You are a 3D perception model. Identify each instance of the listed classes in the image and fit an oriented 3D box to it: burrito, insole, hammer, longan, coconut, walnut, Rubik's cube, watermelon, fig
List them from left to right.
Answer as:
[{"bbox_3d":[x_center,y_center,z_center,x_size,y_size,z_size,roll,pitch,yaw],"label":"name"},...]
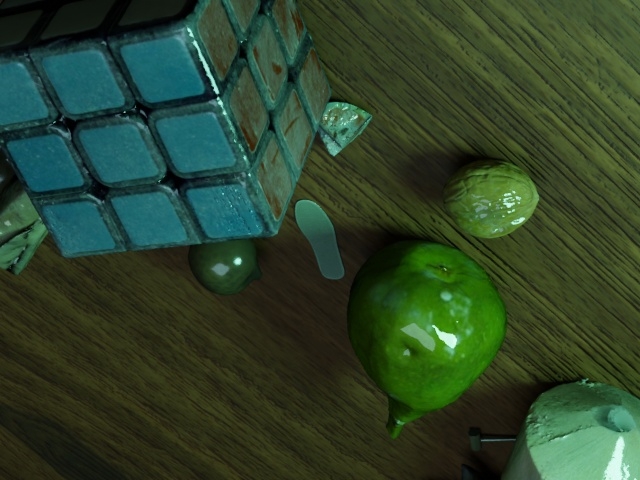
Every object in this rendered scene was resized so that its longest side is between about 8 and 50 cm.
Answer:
[{"bbox_3d":[-0.414,-0.044,1.840,0.107,0.175,0.348,43,130,-5],"label":"burrito"},{"bbox_3d":[-0.195,-0.190,1.558,0.301,0.304,0.305,-8,126,22],"label":"Rubik's cube"},{"bbox_3d":[-0.136,0.031,1.878,0.113,0.092,0.113,7,130,9],"label":"longan"},{"bbox_3d":[0.000,0.000,1.872,0.053,0.002,0.153,-4,130,19],"label":"insole"},{"bbox_3d":[0.024,-0.137,1.701,0.085,0.061,0.085,1,130,1],"label":"watermelon"},{"bbox_3d":[0.119,0.130,1.815,0.233,0.233,0.314,32,142,-13],"label":"fig"},{"bbox_3d":[0.221,-0.056,1.692,0.124,0.105,0.105,2,131,14],"label":"walnut"},{"bbox_3d":[0.290,0.315,2.060,0.110,0.019,0.035,-2,130,15],"label":"hammer"},{"bbox_3d":[0.393,0.327,1.900,0.239,0.239,0.244,19,133,-1],"label":"coconut"}]

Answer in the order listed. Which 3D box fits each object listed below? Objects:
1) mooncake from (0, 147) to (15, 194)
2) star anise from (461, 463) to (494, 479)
[{"bbox_3d":[-0.451,-0.137,1.736,0.124,0.228,0.228,38,130,-17],"label":"mooncake"},{"bbox_3d":[0.310,0.487,2.141,0.331,0.117,0.332,10,129,13],"label":"star anise"}]
